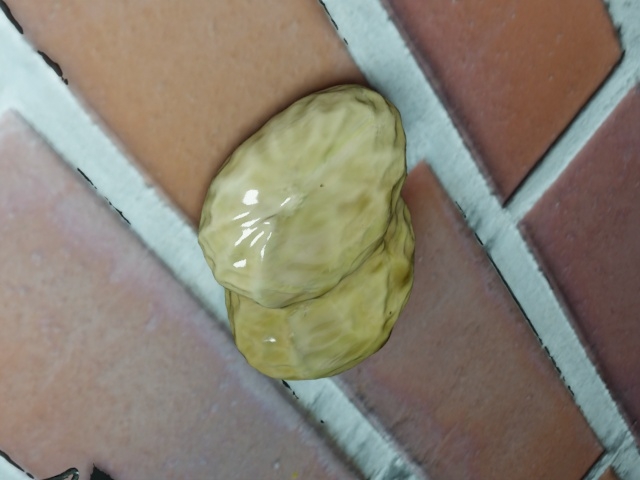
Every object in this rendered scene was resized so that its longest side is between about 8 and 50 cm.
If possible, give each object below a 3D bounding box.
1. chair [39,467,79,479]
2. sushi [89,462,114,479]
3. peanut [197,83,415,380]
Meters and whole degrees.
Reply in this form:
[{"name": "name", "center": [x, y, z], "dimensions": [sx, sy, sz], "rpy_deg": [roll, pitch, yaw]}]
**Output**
[{"name": "chair", "center": [-0.273, 0.215, 1.190], "dimensions": [0.145, 0.140, 0.221], "rpy_deg": [-11, 127, -45]}, {"name": "sushi", "center": [-0.169, 0.382, 1.468], "dimensions": [0.373, 0.100, 0.296], "rpy_deg": [53, 37, -57]}, {"name": "peanut", "center": [0.000, 0.000, 1.367], "dimensions": [0.197, 0.110, 0.233], "rpy_deg": [-43, 144, -27]}]
